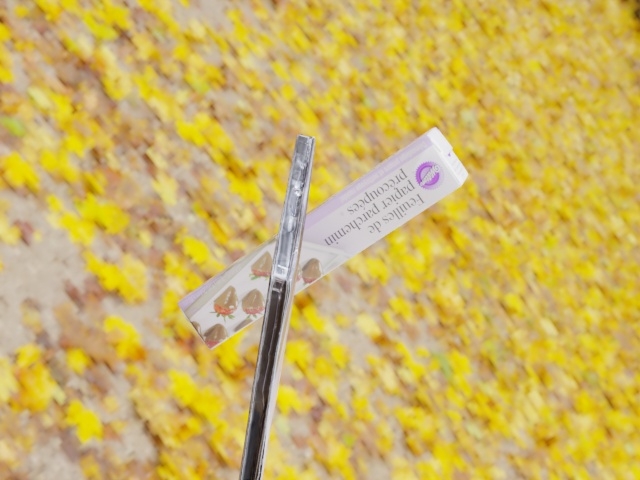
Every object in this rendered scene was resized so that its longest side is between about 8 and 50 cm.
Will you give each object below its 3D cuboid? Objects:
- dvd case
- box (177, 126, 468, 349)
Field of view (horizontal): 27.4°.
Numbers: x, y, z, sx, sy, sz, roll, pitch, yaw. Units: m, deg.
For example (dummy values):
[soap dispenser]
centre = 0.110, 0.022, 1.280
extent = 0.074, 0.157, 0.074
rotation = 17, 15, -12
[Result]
[dvd case]
centre = -0.031, 0.064, 0.878
extent = 0.018, 0.221, 0.164
rotation = 10, 35, -1
[box]
centre = 0.000, 0.000, 1.347
extent = 0.063, 0.324, 0.067
rotation = 55, 18, -4
